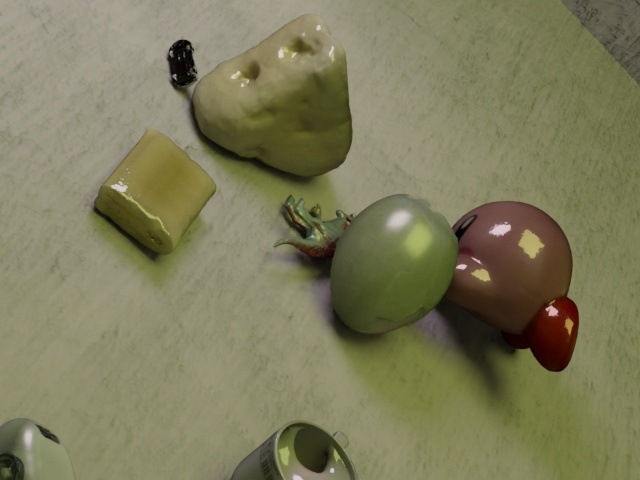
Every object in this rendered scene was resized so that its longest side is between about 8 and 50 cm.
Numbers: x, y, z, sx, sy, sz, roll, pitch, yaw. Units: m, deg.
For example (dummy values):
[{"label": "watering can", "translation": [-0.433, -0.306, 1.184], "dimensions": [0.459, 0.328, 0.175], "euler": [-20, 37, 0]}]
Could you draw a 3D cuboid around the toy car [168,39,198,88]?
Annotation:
[{"label": "toy car", "translation": [-0.217, -0.281, 2.397], "dimensions": [0.025, 0.041, 0.093], "euler": [59, 16, -51]}]

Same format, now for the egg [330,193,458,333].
[{"label": "egg", "translation": [0.103, 0.045, 2.308], "dimensions": [0.183, 0.183, 0.217], "euler": [46, 72, -5]}]

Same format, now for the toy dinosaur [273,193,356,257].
[{"label": "toy dinosaur", "translation": [0.000, 0.000, 2.351], "dimensions": [0.167, 0.053, 0.242], "euler": [54, 25, -5]}]

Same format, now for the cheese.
[{"label": "cheese", "translation": [-0.065, -0.204, 2.413], "dimensions": [0.248, 0.251, 0.173], "euler": [67, -3, -48]}]

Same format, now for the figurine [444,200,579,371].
[{"label": "figurine", "translation": [0.317, 0.049, 2.470], "dimensions": [0.261, 0.211, 0.270], "euler": [34, 0, -10]}]

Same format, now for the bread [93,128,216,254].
[{"label": "bread", "translation": [-0.234, -0.067, 2.146], "dimensions": [0.139, 0.060, 0.178], "euler": [43, 34, -8]}]

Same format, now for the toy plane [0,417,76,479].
[{"label": "toy plane", "translation": [-0.315, 0.312, 1.622], "dimensions": [0.267, 0.123, 0.267], "euler": [51, 22, -31]}]

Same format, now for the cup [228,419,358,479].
[{"label": "cup", "translation": [-0.045, 0.305, 1.918], "dimensions": [0.134, 0.142, 0.173], "euler": [32, 37, -23]}]
